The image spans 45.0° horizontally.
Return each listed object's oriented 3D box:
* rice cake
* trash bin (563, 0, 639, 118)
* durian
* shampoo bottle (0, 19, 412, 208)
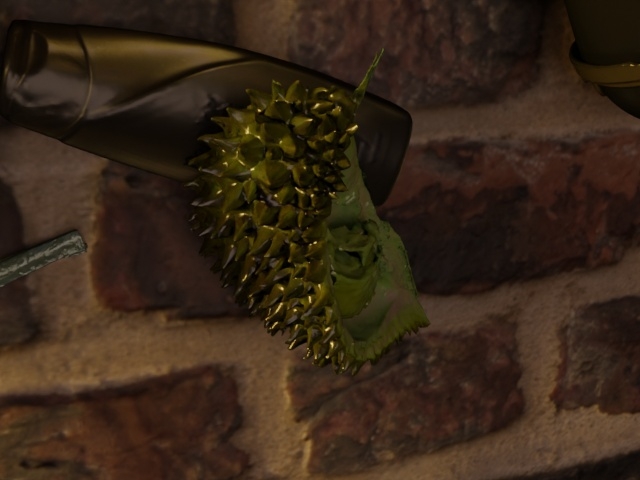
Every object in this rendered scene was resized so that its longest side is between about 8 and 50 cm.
[{"bbox_3d":[-0.266,0.023,0.680,0.121,0.021,0.022,-25,106,-13],"label":"rice cake"},{"bbox_3d":[0.327,-0.259,0.729,0.214,0.214,0.334,-33,115,-10],"label":"trash bin"},{"bbox_3d":[-0.007,0.003,0.698,0.169,0.157,0.355,-44,143,-21],"label":"durian"},{"bbox_3d":[-0.093,-0.108,0.674,0.350,0.084,0.125,11,110,-25],"label":"shampoo bottle"}]
